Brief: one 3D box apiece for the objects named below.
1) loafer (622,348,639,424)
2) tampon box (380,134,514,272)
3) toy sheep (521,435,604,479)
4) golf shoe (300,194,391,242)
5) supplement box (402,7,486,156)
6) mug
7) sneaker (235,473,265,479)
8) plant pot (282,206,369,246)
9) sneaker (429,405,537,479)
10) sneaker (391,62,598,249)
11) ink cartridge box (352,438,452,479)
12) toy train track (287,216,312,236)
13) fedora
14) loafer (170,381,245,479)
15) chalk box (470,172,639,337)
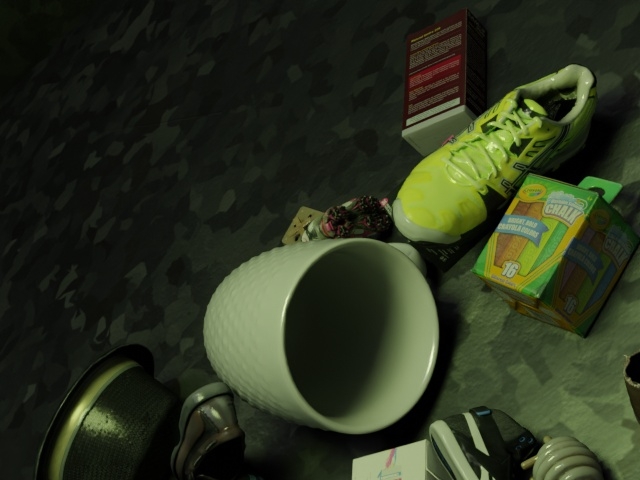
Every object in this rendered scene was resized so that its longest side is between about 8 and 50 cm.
[{"bbox_3d":[0.501,0.097,1.211,0.366,0.130,0.134,-43,39,12],"label":"loafer"},{"bbox_3d":[0.200,-0.059,1.668,0.161,0.101,0.120,-44,39,11],"label":"tampon box"},{"bbox_3d":[0.302,0.286,1.311,0.091,0.091,0.132,-43,34,13],"label":"toy sheep"},{"bbox_3d":[0.042,-0.029,1.764,0.086,0.186,0.067,-27,80,40],"label":"golf shoe"},{"bbox_3d":[0.216,-0.276,1.845,0.130,0.073,0.239,-20,50,35],"label":"supplement box"},{"bbox_3d":[0.007,0.114,1.637,0.374,0.276,0.328,-36,17,-29],"label":"mug"},{"bbox_3d":[-0.172,0.513,1.630,0.341,0.125,0.139,-53,10,5],"label":"sneaker"},{"bbox_3d":[0.000,0.000,1.836,0.109,0.096,0.109,20,77,52],"label":"plant pot"},{"bbox_3d":[0.241,0.308,1.365,0.121,0.079,0.217,-21,64,-14],"label":"sneaker"},{"bbox_3d":[0.246,-0.133,1.511,0.145,0.147,0.385,40,62,22],"label":"sneaker"},{"bbox_3d":[0.125,0.339,1.447,0.143,0.092,0.090,-23,46,31],"label":"ink cartridge box"},{"bbox_3d":[-0.026,-0.008,1.780,0.048,0.014,0.083,-36,46,10],"label":"toy train track"},{"bbox_3d":[-0.344,0.350,1.836,0.152,0.334,0.334,22,76,20],"label":"fedora"},{"bbox_3d":[-0.166,0.336,1.641,0.109,0.302,0.095,-22,57,-23],"label":"loafer"},{"bbox_3d":[0.335,-0.001,1.459,0.132,0.132,0.213,21,78,51],"label":"chalk box"}]
